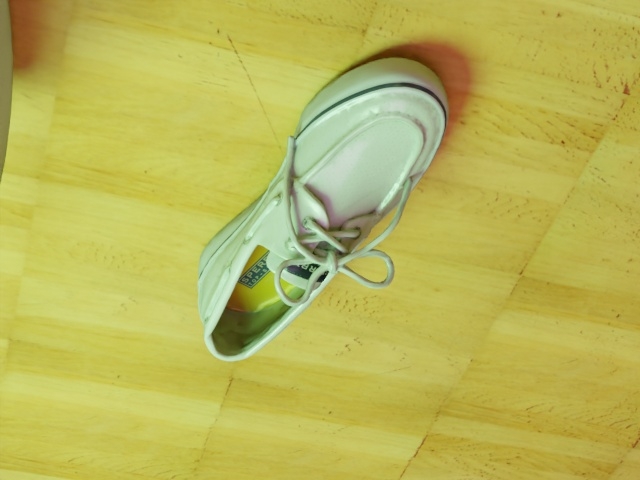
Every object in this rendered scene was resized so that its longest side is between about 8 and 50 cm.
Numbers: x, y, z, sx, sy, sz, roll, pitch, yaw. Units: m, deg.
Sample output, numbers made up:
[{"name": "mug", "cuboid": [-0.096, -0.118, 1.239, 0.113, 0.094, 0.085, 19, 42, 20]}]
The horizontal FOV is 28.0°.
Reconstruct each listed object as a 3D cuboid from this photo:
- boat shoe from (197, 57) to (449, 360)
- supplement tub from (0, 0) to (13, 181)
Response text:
[{"name": "boat shoe", "cuboid": [-0.008, -0.003, 1.183, 0.136, 0.156, 0.367, 27, 130, -25]}, {"name": "supplement tub", "cuboid": [-0.420, -0.127, 0.998, 0.325, 0.235, 0.235, 4, 135, -4]}]
